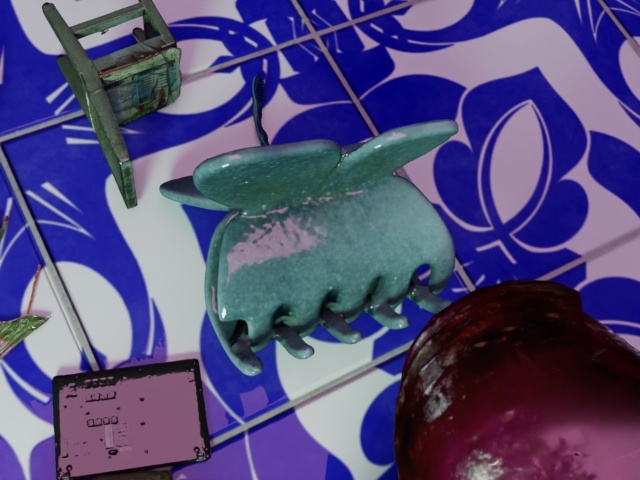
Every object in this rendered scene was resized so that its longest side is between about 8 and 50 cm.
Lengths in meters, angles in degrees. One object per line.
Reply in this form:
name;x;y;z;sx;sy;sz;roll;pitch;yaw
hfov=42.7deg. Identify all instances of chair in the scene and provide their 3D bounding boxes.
chair;-0.252;-0.203;1.106;0.147;0.136;0.270;-25;71;-18

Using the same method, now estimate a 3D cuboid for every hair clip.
hair clip;0.000;0.000;0.991;0.319;0.392;0.238;-15;94;-18

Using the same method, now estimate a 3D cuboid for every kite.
kite;-0.435;0.076;1.019;0.198;0.006;0.244;6;65;-7

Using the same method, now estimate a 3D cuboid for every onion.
onion;0.196;0.265;0.854;0.420;0.398;0.398;-37;74;12

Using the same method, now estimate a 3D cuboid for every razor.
razor;-0.083;-0.175;1.184;0.028;0.044;0.154;-19;66;10

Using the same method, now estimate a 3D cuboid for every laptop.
laptop;-0.228;0.214;0.988;0.180;0.016;0.129;-6;68;-14

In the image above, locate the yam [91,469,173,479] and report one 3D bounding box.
yam;-0.214;0.287;0.940;0.094;0.043;0.043;-4;66;-11
